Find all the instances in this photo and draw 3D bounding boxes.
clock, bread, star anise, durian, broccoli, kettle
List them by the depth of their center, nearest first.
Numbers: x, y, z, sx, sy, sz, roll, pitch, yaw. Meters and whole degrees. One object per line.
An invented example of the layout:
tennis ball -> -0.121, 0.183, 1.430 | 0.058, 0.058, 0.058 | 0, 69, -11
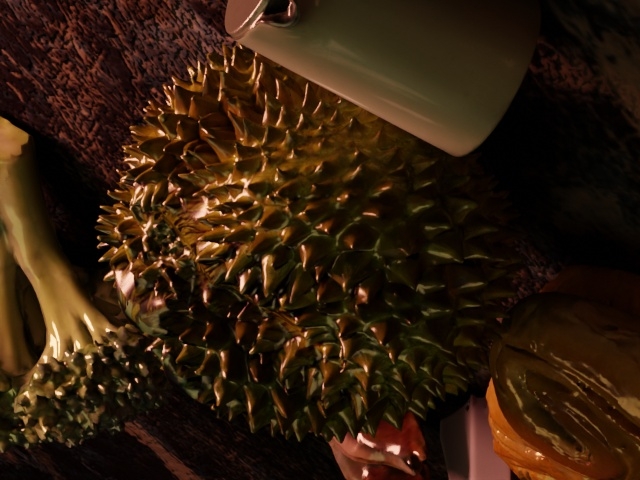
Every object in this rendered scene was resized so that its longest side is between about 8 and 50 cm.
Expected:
kettle -> 0.033, -0.129, 1.058 | 0.148, 0.127, 0.098 | 24, 148, -16
durian -> 0.002, -0.001, 1.215 | 0.291, 0.224, 0.291 | 22, 132, 26
bread -> 0.204, 0.113, 1.292 | 0.198, 0.120, 0.236 | 30, 158, 15
clock -> 0.145, 0.257, 1.588 | 0.083, 0.186, 0.253 | -3, 147, 9
star anise -> 0.012, 0.120, 1.608 | 0.288, 0.088, 0.288 | 46, 167, 14
broccoli -> -0.298, 0.058, 1.714 | 0.375, 0.249, 0.302 | 29, 160, 29
